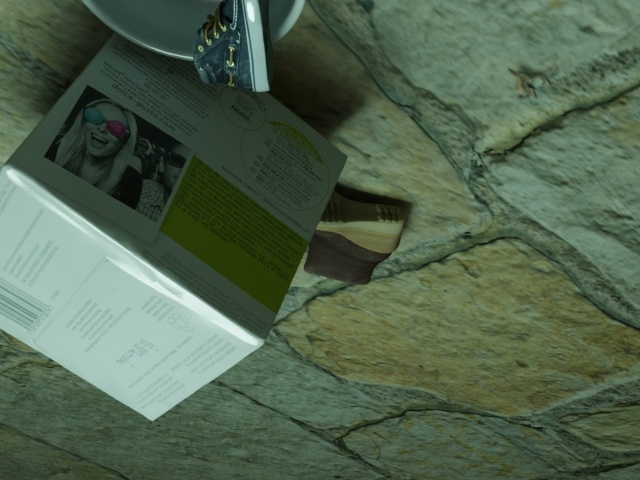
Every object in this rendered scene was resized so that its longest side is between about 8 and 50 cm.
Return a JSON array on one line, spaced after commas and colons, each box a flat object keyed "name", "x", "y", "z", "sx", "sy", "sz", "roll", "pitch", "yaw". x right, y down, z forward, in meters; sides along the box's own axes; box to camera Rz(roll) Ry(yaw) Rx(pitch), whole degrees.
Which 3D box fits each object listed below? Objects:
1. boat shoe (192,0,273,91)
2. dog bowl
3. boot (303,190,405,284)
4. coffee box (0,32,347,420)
[{"name": "boat shoe", "x": -0.097, "y": -0.226, "z": 0.904, "sx": 0.083, "sy": 0.065, "sz": 0.183, "roll": 3, "pitch": 148, "yaw": 2}, {"name": "dog bowl", "x": -0.138, "y": -0.323, "z": 0.920, "sx": 0.265, "sy": 0.104, "sz": 0.265, "roll": 4, "pitch": 146, "yaw": 3}, {"name": "boot", "x": 0.000, "y": 0.000, "z": 1.391, "sx": 0.248, "sy": 0.090, "sz": 0.207, "roll": 12, "pitch": 144, "yaw": -13}, {"name": "coffee box", "x": -0.225, "y": -0.028, "z": 1.118, "sx": 0.338, "sy": 0.334, "sz": 0.337, "roll": 36, "pitch": 139, "yaw": -15}]
